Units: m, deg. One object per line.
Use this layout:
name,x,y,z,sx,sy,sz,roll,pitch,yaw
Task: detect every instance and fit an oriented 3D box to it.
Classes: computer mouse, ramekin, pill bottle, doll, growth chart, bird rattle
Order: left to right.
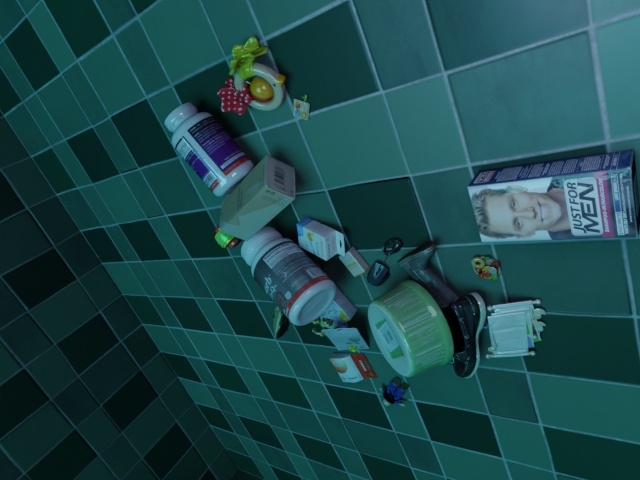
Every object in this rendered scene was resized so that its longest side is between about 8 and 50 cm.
pill bottle,-0.399,-0.326,1.609,0.323,0.181,0.181,50,138,-5
bird rattle,-0.213,-0.474,1.395,0.207,0.143,0.253,25,140,-2
pill bottle,-0.127,0.123,1.677,0.363,0.210,0.210,44,142,30
computer mouse,0.216,0.082,1.548,0.071,0.041,0.242,33,136,14
doll,0.312,0.658,1.919,0.129,0.046,0.189,35,137,13
ramekin,0.283,0.296,1.482,0.303,0.148,0.303,57,161,33
growth chart,0.595,0.277,1.381,0.172,0.021,0.237,-4,121,15

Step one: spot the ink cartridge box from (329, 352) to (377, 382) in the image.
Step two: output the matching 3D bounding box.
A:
ink cartridge box,0.143,0.564,1.981,0.179,0.045,0.145,-10,115,45

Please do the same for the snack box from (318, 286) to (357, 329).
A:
snack box,0.019,0.251,1.814,0.207,0.070,0.174,46,137,-4

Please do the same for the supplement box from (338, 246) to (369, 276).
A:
supplement box,0.121,0.077,1.622,0.098,0.036,0.062,51,138,-7

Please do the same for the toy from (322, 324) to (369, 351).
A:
toy,0.107,0.380,1.808,0.136,0.056,0.237,-7,144,16

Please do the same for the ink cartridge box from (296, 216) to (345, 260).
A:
ink cartridge box,0.000,0.000,1.611,0.181,0.061,0.104,26,136,38

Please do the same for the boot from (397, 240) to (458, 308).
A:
boot,0.361,0.115,1.435,0.208,0.076,0.189,52,152,2

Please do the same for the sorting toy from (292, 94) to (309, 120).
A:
sorting toy,-0.061,-0.417,1.396,0.062,0.012,0.083,26,135,20

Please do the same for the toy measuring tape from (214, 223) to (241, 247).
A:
toy measuring tape,-0.353,-0.054,1.836,0.121,0.121,0.330,45,138,0

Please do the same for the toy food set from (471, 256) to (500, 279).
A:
toy food set,0.495,0.082,1.343,0.082,0.020,0.083,-1,120,39

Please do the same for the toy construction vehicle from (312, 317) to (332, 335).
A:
toy construction vehicle,0.004,0.351,1.827,0.098,0.035,0.086,12,130,31

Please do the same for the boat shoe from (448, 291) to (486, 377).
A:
boat shoe,0.449,0.323,1.463,0.127,0.113,0.340,-116,20,-52

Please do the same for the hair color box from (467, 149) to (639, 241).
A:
hair color box,0.557,-0.096,1.093,0.347,0.105,0.174,-3,119,40

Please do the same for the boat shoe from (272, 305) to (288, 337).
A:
boat shoe,-0.191,0.369,2.085,0.072,0.068,0.190,36,129,28

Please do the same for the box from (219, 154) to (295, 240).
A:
box,-0.226,-0.141,1.588,0.121,0.148,0.311,22,138,-33

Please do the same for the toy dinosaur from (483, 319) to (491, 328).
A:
toy dinosaur,0.547,0.271,1.437,0.082,0.047,0.090,-23,96,27
